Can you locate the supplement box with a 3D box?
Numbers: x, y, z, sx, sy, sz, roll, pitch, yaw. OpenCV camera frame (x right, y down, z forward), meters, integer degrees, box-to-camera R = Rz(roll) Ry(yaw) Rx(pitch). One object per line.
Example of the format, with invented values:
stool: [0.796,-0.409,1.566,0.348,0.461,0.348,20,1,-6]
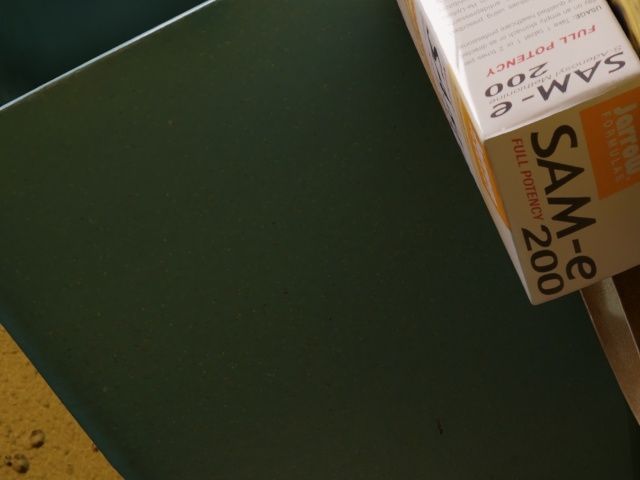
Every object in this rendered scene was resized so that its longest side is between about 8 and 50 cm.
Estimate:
supplement box: [0.040,-0.044,0.434,0.062,0.036,0.098,66,-177,-51]

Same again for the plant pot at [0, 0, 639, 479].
plant pot: [0.000,0.000,0.611,0.234,0.165,0.165,62,-176,-29]

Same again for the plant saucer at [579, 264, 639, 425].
plant saucer: [0.075,0.011,0.491,0.083,0.015,0.083,-21,-90,-89]
